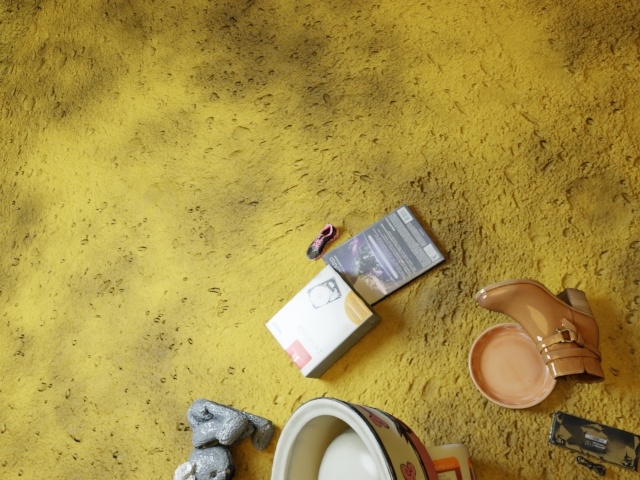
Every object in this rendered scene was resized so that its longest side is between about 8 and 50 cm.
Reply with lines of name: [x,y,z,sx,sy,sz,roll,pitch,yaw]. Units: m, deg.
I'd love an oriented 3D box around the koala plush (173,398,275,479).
koala plush: [-0.257,0.514,1.376,0.203,0.196,0.221,8,72,30]

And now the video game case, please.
video game case: [0.165,0.049,1.522,0.274,0.026,0.196,-32,65,2]

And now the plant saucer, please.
plant saucer: [0.454,0.295,1.340,0.200,0.037,0.200,-5,69,13]

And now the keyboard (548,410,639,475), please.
keyboard: [0.601,0.454,1.247,0.180,0.023,0.108,13,67,20]

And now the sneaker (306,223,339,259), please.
sneaker: [0.000,0.000,1.569,0.047,0.057,0.119,38,84,23]

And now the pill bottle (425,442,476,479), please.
pill bottle: [0.240,0.637,1.162,0.224,0.224,0.392,-14,66,10]

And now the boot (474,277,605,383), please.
boot: [0.497,0.211,1.283,0.283,0.109,0.220,10,56,-12]

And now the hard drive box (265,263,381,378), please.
hard drive box: [0.007,0.209,1.452,0.232,0.089,0.181,-45,64,4]

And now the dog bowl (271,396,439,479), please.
dog bowl: [0.069,0.512,1.106,0.408,0.150,0.408,-14,72,52]
